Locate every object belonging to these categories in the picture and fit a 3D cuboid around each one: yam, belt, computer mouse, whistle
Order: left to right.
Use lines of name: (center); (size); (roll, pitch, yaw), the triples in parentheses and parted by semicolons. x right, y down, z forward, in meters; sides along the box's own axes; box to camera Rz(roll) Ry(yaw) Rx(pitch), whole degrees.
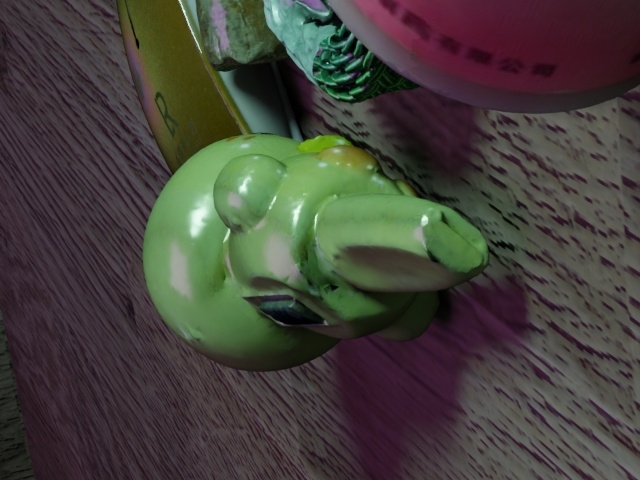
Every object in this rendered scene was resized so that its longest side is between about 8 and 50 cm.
computer mouse: (-0.086, -0.137, 1.189); (0.158, 0.071, 0.310); (125, 130, -66)
yam: (-0.064, -0.225, 1.062); (0.061, 0.061, 0.253); (-173, 71, -72)
whistle: (0.003, -0.008, 0.968); (0.294, 0.141, 0.141); (-21, 83, 54)
belt: (0.009, -0.126, 0.871); (0.151, 0.079, 0.121); (-157, 54, -70)

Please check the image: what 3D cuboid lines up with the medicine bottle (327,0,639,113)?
medicine bottle: (0.078, -0.147, 0.506); (0.247, 0.147, 0.147); (110, 142, -64)
